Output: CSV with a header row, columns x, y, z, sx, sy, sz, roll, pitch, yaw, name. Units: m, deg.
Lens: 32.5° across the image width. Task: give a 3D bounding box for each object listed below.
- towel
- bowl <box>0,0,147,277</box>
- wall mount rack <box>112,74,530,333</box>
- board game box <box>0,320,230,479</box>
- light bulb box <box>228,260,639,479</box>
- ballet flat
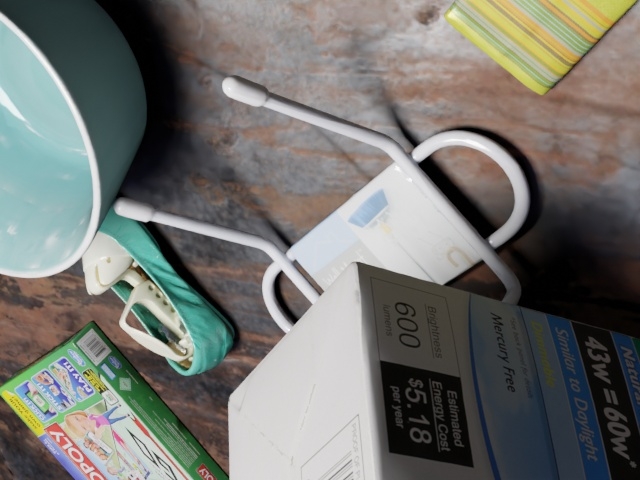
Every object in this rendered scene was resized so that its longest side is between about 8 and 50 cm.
x,y,z,sx,sy,sz,roll,pitch,yaw,name
0.192,-0.208,0.777,0.102,0.021,0.237,38,134,-4,towel
-0.288,-0.136,1.045,0.312,0.163,0.311,18,130,23,bowl
0.000,0.000,0.977,0.304,0.130,0.350,47,134,-5,wall mount rack
-0.249,0.267,1.397,0.317,0.046,0.213,51,133,-8,board game box
0.138,0.252,0.822,0.361,0.358,0.225,15,139,-25,light bulb box
-0.195,0.047,1.170,0.247,0.087,0.083,47,135,-5,ballet flat
